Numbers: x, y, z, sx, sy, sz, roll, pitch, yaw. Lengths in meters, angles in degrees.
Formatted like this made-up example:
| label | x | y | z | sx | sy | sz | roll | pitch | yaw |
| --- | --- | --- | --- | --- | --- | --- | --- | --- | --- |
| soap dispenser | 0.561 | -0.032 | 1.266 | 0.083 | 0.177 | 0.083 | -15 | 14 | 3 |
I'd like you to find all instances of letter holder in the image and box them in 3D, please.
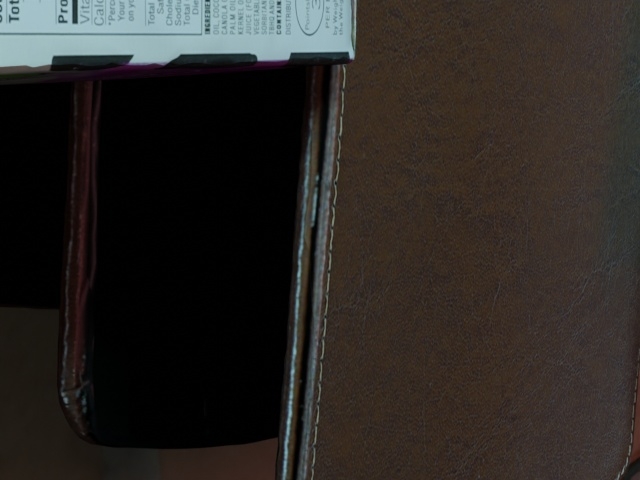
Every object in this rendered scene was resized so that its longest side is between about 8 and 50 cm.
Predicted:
| label | x | y | z | sx | sy | sz | roll | pitch | yaw |
| --- | --- | --- | --- | --- | --- | --- | --- | --- | --- |
| letter holder | 0.000 | 0.000 | 0.648 | 0.302 | 0.152 | 0.214 | -5 | 98 | -64 |

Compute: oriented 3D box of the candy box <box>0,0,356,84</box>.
| label | x | y | z | sx | sy | sz | roll | pitch | yaw |
| --- | --- | --- | --- | --- | --- | --- | --- | --- | --- |
| candy box | -0.111 | -0.065 | 0.399 | 0.233 | 0.159 | 0.071 | -10 | 100 | -63 |
